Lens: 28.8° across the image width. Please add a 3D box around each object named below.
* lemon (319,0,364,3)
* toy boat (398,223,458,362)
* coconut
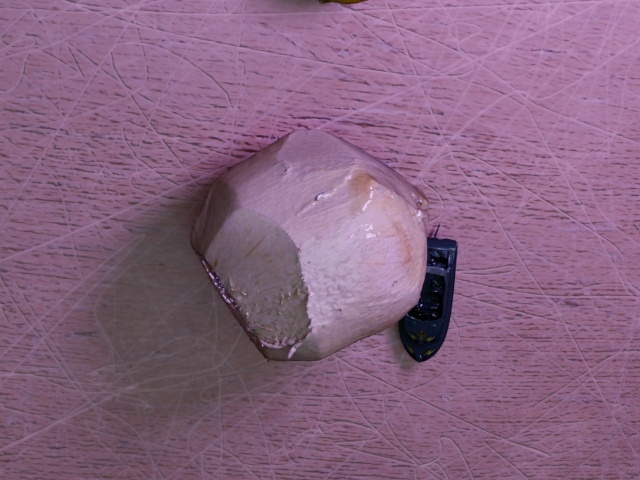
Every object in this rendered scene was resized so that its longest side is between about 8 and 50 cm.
[{"bbox_3d":[0.043,-0.447,1.888,0.173,0.173,0.206,28,118,-21],"label":"lemon"},{"bbox_3d":[0.182,0.102,2.152,0.093,0.103,0.246,8,114,9],"label":"toy boat"},{"bbox_3d":[0.000,0.000,1.948,0.360,0.346,0.346,-33,113,-8],"label":"coconut"}]
